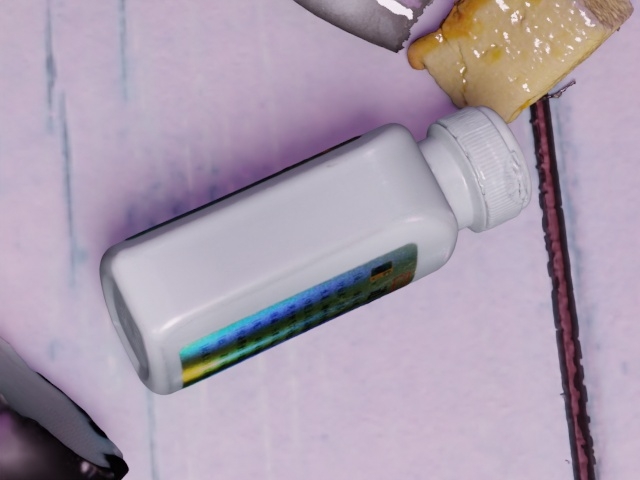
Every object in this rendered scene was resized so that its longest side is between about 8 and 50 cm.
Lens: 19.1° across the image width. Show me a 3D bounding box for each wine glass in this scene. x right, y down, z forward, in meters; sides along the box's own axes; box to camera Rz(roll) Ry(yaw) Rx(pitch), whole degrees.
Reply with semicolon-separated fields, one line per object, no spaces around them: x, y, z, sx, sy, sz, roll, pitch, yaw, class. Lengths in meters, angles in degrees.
-0.029;-0.173;1.094;0.198;0.066;0.066;29;73;2;wine glass

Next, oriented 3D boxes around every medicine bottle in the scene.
0.000;0.000;1.011;0.228;0.121;0.083;-24;76;-12;medicine bottle

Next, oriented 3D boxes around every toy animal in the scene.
-0.208;0.120;0.956;0.179;0.138;0.166;-46;62;-8;toy animal

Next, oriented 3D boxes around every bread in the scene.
0.119;-0.121;1.110;0.084;0.080;0.109;48;116;2;bread
